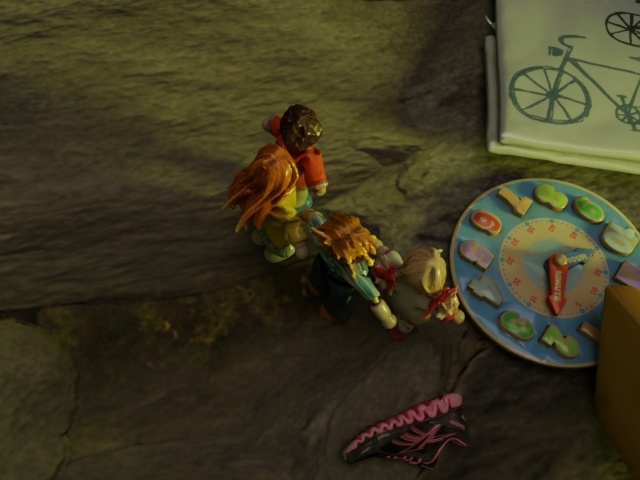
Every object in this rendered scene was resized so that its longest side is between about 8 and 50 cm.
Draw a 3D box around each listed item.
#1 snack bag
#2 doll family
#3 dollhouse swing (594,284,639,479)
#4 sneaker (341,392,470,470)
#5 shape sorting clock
[{"bbox_3d":[0.348,-0.217,0.782,0.323,0.037,0.342,7,59,-1],"label":"snack bag"},{"bbox_3d":[0.000,0.000,0.584,0.118,0.163,0.263,-35,74,-19],"label":"doll family"},{"bbox_3d":[0.424,0.242,0.563,0.347,0.304,0.315,2,27,-5],"label":"dollhouse swing"},{"bbox_3d":[0.078,0.176,0.582,0.119,0.047,0.057,-18,80,-12],"label":"sneaker"},{"bbox_3d":[0.231,0.026,0.664,0.206,0.040,0.206,2,65,-5],"label":"shape sorting clock"}]
